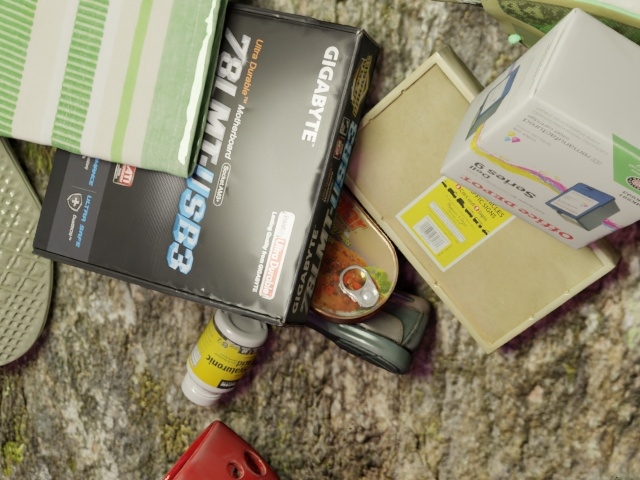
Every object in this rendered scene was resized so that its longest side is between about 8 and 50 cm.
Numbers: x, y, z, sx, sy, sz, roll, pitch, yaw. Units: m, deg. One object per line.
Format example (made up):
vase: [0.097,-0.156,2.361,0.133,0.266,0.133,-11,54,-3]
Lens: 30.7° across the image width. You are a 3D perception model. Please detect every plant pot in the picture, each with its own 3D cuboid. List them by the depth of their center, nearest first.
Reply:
plant pot: [-0.112,0.326,1.319,0.174,0.191,0.191,37,120,-2]

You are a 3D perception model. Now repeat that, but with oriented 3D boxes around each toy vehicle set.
toy vehicle set: [0.145,-0.036,1.149,0.166,0.035,0.267,-39,91,30]

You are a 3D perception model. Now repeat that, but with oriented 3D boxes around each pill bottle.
pill bottle: [-0.111,0.130,1.310,0.065,0.065,0.116,37,120,7]

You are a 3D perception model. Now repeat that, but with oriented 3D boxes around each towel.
towel: [-0.245,-0.213,1.165,0.325,0.038,0.248,13,91,20]

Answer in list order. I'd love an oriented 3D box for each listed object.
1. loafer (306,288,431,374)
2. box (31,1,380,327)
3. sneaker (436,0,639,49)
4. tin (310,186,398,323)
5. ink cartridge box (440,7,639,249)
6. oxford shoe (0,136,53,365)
loafer: [-0.010,0.048,1.235,0.267,0.096,0.084,28,77,11]
box: [-0.118,-0.090,1.162,0.293,0.073,0.295,16,90,22]
sneaker: [0.236,-0.171,1.006,0.410,0.158,0.182,18,129,22]
tin: [0.000,0.000,1.185,0.106,0.040,0.189,-37,75,-7]
ink cartridge box: [0.215,-0.084,0.987,0.154,0.093,0.212,30,163,-7]
oxford shoe: [-0.422,-0.062,1.350,0.130,0.169,0.449,33,140,58]
